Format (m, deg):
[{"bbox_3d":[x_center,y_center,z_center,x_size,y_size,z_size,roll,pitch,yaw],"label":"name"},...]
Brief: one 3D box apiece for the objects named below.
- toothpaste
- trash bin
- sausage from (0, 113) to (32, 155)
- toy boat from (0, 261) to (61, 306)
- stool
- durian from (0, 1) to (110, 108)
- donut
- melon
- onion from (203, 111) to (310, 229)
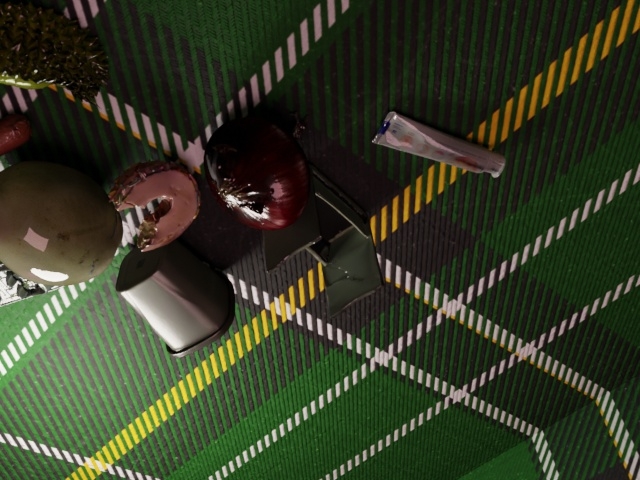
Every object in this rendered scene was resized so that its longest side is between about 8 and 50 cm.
[{"bbox_3d":[0.289,-0.223,1.767,0.323,0.066,0.100,16,135,-17],"label":"toothpaste"},{"bbox_3d":[-0.379,0.131,1.903,0.219,0.219,0.250,-29,125,16],"label":"trash bin"},{"bbox_3d":[-0.689,-0.225,1.599,0.141,0.076,0.076,-25,133,11],"label":"sausage"},{"bbox_3d":[-0.735,0.086,1.881,0.319,0.092,0.141,-17,136,6],"label":"toy boat"},{"bbox_3d":[0.000,0.000,1.789,0.170,0.270,0.243,-34,130,22],"label":"stool"},{"bbox_3d":[-0.589,-0.366,1.449,0.351,0.158,0.169,3,167,-26],"label":"durian"},{"bbox_3d":[-0.381,-0.096,1.723,0.199,0.085,0.233,-37,141,-18],"label":"donut"},{"bbox_3d":[-0.602,-0.033,1.668,0.268,0.269,0.330,-29,143,19],"label":"melon"},{"bbox_3d":[-0.122,-0.163,1.664,0.273,0.285,0.273,28,141,25],"label":"onion"}]
